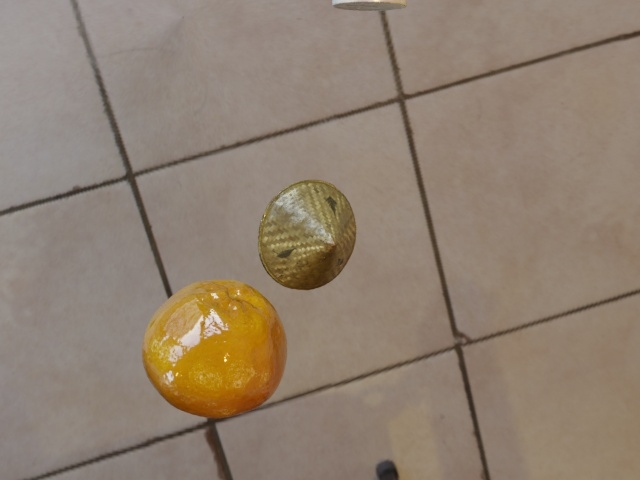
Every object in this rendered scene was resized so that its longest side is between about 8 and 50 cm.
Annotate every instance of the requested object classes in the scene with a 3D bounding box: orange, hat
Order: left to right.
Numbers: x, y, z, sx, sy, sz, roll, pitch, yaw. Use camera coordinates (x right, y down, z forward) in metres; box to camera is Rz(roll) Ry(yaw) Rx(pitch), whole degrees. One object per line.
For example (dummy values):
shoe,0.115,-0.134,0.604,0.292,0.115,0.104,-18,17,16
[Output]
orange,-0.110,0.111,0.881,0.159,0.159,0.136,11,117,-12
hat,0.000,0.000,1.029,0.146,0.067,0.146,-7,104,-30

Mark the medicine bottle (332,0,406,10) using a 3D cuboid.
medicine bottle,0.086,-0.561,1.452,0.170,0.170,0.293,-1,101,-9
